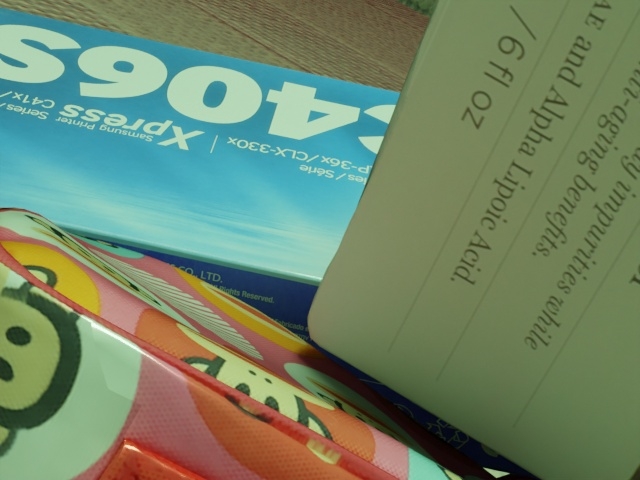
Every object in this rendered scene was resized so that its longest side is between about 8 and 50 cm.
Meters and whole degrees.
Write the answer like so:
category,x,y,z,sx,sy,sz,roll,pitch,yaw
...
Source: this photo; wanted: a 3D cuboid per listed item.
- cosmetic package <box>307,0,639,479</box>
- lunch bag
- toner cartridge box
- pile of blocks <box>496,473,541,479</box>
category,x,y,z,sx,sy,sz,roll,pitch,yaw
cosmetic package,0.216,0.017,0.479,0.385,0.217,0.156,30,39,11
lunch bag,0.004,0.099,0.441,0.293,0.120,0.258,32,-5,-13
toner cartridge box,0.000,0.000,0.672,0.348,0.075,0.165,12,33,0
pile of blocks,0.128,0.159,0.661,0.362,0.112,0.149,14,17,-28
